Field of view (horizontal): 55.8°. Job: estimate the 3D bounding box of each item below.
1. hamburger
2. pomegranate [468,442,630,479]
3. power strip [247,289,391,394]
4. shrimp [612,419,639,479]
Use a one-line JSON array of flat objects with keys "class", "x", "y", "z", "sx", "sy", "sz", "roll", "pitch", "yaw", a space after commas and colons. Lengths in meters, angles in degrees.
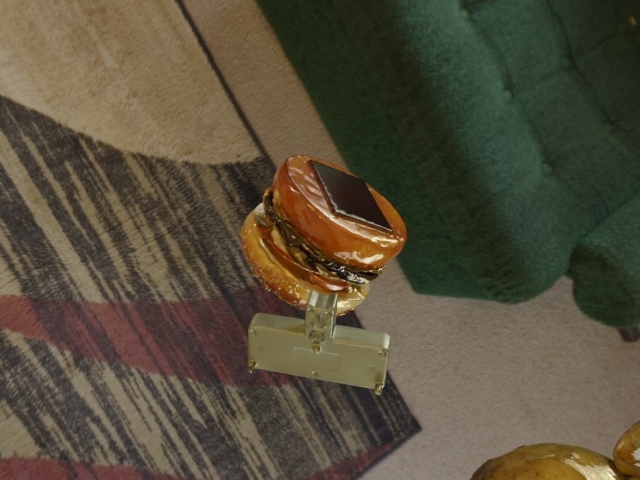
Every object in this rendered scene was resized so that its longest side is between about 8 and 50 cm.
[{"class": "hamburger", "x": 0.000, "y": 0.000, "z": 1.094, "sx": 0.291, "sy": 0.291, "sz": 0.225, "roll": 29, "pitch": 115, "yaw": -17}, {"class": "pomegranate", "x": 0.330, "y": 0.423, "z": 0.863, "sx": 0.281, "sy": 0.281, "sz": 0.281, "roll": 1, "pitch": 88, "yaw": -21}, {"class": "power strip", "x": -0.003, "y": 0.147, "z": 0.904, "sx": 0.215, "sy": 0.061, "sz": 0.145, "roll": 7, "pitch": 121, "yaw": 6}, {"class": "shrimp", "x": 0.467, "y": 0.244, "z": 0.733, "sx": 0.150, "sy": 0.217, "sz": 0.051, "roll": 31, "pitch": 37, "yaw": -6}]
